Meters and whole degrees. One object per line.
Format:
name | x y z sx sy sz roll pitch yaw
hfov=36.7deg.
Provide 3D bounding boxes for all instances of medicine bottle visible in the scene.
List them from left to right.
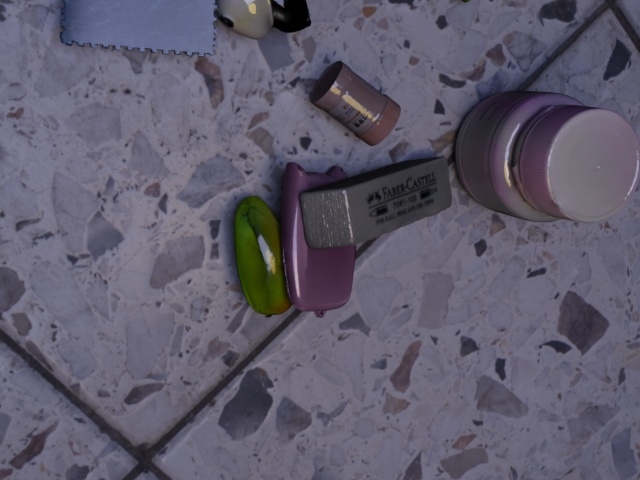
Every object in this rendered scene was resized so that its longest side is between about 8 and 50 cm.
medicine bottle | 0.438 -0.160 1.874 0.256 0.325 0.256 -4 101 -21

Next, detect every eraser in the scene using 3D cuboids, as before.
eraser | 0.116 -0.075 1.849 0.352 0.077 0.111 -20 109 -42

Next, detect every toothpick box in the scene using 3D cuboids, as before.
toothpick box | 0.067 -0.260 1.836 0.149 0.098 0.098 34 87 -22

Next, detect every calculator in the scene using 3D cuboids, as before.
calculator | 0.001 0.000 1.828 0.194 0.043 0.294 0 88 -50

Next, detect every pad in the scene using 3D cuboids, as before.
pad | -0.301 -0.453 1.634 0.269 0.012 0.269 1 98 -12

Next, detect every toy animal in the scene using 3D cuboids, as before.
toy animal | -0.107 -0.447 1.725 0.179 0.138 0.166 -14 85 -10

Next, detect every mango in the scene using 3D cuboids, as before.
mango | -0.100 0.029 1.822 0.125 0.111 0.233 -21 102 -56

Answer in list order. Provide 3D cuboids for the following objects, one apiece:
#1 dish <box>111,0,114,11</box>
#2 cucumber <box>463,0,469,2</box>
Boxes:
dish | -0.280 -0.435 1.685 0.190 0.066 0.191 -3 101 -13
cucumber | 0.308 -0.593 1.889 0.056 0.056 0.250 1 102 -21
